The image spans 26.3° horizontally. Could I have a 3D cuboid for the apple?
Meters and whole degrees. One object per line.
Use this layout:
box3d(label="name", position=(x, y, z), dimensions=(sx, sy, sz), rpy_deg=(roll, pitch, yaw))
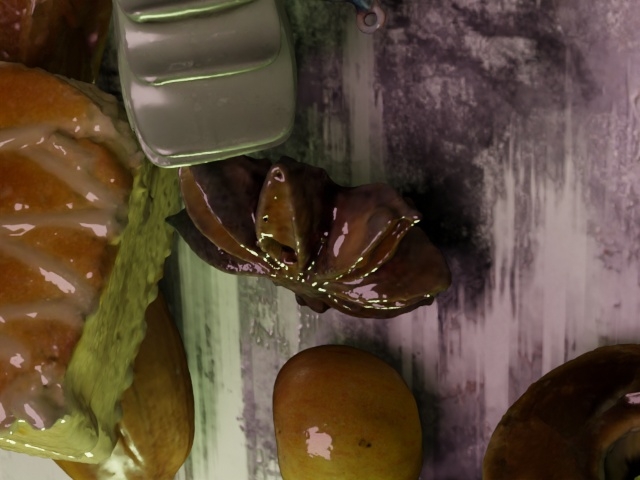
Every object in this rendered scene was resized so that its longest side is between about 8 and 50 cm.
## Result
box3d(label="apple", position=(0.030, 0.201, 1.448), dimensions=(0.155, 0.182, 0.182), rpy_deg=(-6, 105, 5))

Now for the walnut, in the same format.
box3d(label="walnut", position=(-0.249, 0.174, 1.605), dimensions=(0.209, 0.209, 0.336), rpy_deg=(-13, 104, 36))

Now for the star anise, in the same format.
box3d(label="star anise", position=(-0.010, 0.001, 1.366), dimensions=(0.315, 0.315, 0.108), rpy_deg=(9, 73, 31))

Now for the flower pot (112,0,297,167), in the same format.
box3d(label="flower pot", position=(-0.122, -0.226, 1.310), dimensions=(0.164, 0.367, 0.254), rpy_deg=(-12, 109, -5))

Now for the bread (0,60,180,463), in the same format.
box3d(label="bread", position=(-0.363, 0.019, 1.390), dimensions=(0.390, 0.279, 0.371), rpy_deg=(12, 75, 10))

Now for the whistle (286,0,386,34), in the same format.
box3d(label="whistle", position=(-0.006, -0.359, 1.309), dimensions=(0.142, 0.133, 0.346), rpy_deg=(-24, 83, 40))

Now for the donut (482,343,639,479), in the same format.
box3d(label="donut", position=(0.310, 0.230, 1.203), dimensions=(0.330, 0.330, 0.160), rpy_deg=(-2, 137, 34))

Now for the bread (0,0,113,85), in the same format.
box3d(label="bread", position=(-0.310, -0.310, 1.507), dimensions=(0.195, 0.149, 0.344), rpy_deg=(26, 118, 13))
